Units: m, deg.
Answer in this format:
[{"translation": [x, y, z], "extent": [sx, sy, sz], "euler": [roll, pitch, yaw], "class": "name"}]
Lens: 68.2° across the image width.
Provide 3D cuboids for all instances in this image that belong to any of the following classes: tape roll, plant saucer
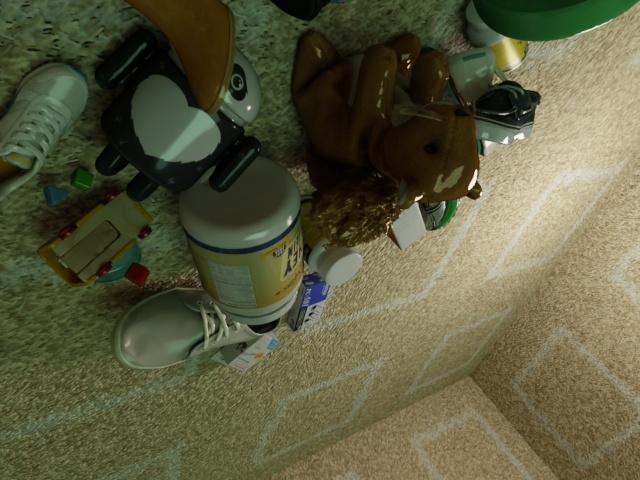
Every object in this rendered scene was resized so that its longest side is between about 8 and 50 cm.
[{"translation": [0.420, -0.505, 0.821], "extent": [0.321, 0.321, 0.077], "euler": [-45, 146, 9], "class": "tape roll"}, {"translation": [-0.418, 0.035, 0.938], "extent": [0.119, 0.021, 0.119], "euler": [-24, 142, -20], "class": "plant saucer"}]

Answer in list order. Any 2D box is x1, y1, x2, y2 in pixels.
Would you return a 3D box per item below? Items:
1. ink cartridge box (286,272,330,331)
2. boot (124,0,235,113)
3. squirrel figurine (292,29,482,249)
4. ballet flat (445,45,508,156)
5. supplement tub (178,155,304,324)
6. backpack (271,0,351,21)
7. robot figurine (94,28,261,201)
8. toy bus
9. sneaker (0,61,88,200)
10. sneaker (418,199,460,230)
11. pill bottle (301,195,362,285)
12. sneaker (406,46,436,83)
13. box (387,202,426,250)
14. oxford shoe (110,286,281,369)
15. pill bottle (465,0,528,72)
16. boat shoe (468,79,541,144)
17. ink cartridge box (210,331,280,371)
[{"translation": [-0.036, 0.186, 1.438], "extent": [0.097, 0.046, 0.207], "euler": [-16, 139, -31], "class": "ink cartridge box"}, {"translation": [-0.218, -0.296, 0.545], "extent": [0.211, 0.295, 0.104], "euler": [1, 164, -39], "class": "boot"}, {"translation": [0.125, -0.161, 0.900], "extent": [0.281, 0.370, 0.397], "euler": [-8, 136, -37], "class": "squirrel figurine"}, {"translation": [0.401, -0.322, 1.143], "extent": [0.139, 0.139, 0.400], "euler": [-45, 149, 9], "class": "ballet flat"}, {"translation": [-0.148, 0.010, 0.974], "extent": [0.228, 0.228, 0.316], "euler": [-25, 144, -19], "class": "supplement tub"}, {"translation": [0.055, -0.487, 0.591], "extent": [0.356, 0.273, 0.290], "euler": [-55, 164, 0], "class": "backpack"}, {"translation": [-0.218, -0.188, 0.730], "extent": [0.278, 0.173, 0.209], "euler": [-43, 148, 8], "class": "robot figurine"}, {"translation": [-0.388, -0.013, 0.835], "extent": [0.104, 0.191, 0.202], "euler": [-9, 169, 43], "class": "toy bus"}, {"translation": [-0.410, -0.150, 0.672], "extent": [0.228, 0.092, 0.087], "euler": [-45, 144, 7], "class": "sneaker"}, {"translation": [0.289, -0.162, 1.289], "extent": [0.146, 0.134, 0.344], "euler": [-21, 133, -13], "class": "sneaker"}, {"translation": [0.000, 0.000, 1.114], "extent": [0.119, 0.208, 0.119], "euler": [-24, 143, -20], "class": "pill bottle"}, {"translation": [0.239, -0.299, 1.058], "extent": [0.086, 0.132, 0.229], "euler": [-16, 140, -30], "class": "sneaker"}, {"translation": [0.200, -0.075, 1.282], "extent": [0.091, 0.130, 0.170], "euler": [-39, 145, -1], "class": "box"}, {"translation": [-0.258, 0.184, 1.095], "extent": [0.130, 0.169, 0.449], "euler": [-8, 177, 39], "class": "oxford shoe"}, {"translation": [0.385, -0.456, 1.039], "extent": [0.103, 0.103, 0.184], "euler": [-49, 145, 15], "class": "pill bottle"}, {"translation": [0.369, -0.272, 0.982], "extent": [0.335, 0.121, 0.119], "euler": [-23, 130, -52], "class": "boat shoe"}, {"translation": [-0.224, 0.330, 1.416], "extent": [0.181, 0.061, 0.104], "euler": [-39, 145, 1], "class": "ink cartridge box"}]
